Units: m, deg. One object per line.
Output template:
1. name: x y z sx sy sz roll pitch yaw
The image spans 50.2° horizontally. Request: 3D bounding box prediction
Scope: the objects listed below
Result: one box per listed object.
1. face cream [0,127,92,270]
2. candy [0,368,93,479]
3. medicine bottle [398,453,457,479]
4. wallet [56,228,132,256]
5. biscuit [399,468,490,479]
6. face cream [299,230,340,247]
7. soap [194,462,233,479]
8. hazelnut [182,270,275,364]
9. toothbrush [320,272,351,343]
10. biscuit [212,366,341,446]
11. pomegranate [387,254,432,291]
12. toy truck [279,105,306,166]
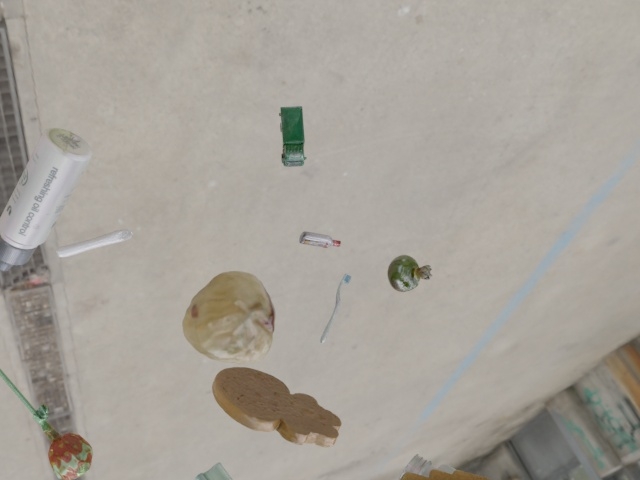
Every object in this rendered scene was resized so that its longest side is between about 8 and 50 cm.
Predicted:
1. face cream: -0.526 -0.060 1.256 0.092 0.092 0.311 10 126 -46
2. candy: -0.560 0.354 1.363 0.078 0.287 0.084 -40 177 -14
3. medicine bottle: 0.360 0.704 1.805 0.179 0.324 0.124 -24 137 -51
4. wallet: -0.586 0.006 1.784 0.190 0.033 0.095 -17 -174 -1
5. biscuit: 0.301 0.624 1.626 0.239 0.212 0.041 -16 128 -14
6. face cream: 0.000 0.000 1.396 0.083 0.021 0.040 9 155 -13
7. soap: -0.167 0.530 1.271 0.067 0.198 0.119 -20 146 -42
8. hazelnut: -0.247 0.218 1.868 0.261 0.260 0.241 -5 -173 -33
9. toothbrush: 0.021 0.097 0.998 0.013 0.131 0.011 22 139 2
10. biscuit: -0.094 0.355 1.453 0.289 0.202 0.044 25 105 -4
11. pomegranate: 0.271 0.101 2.080 0.142 0.114 0.115 -2 166 35
12. toy truck: -0.073 -0.272 1.807 0.065 0.147 0.079 -3 174 -6
